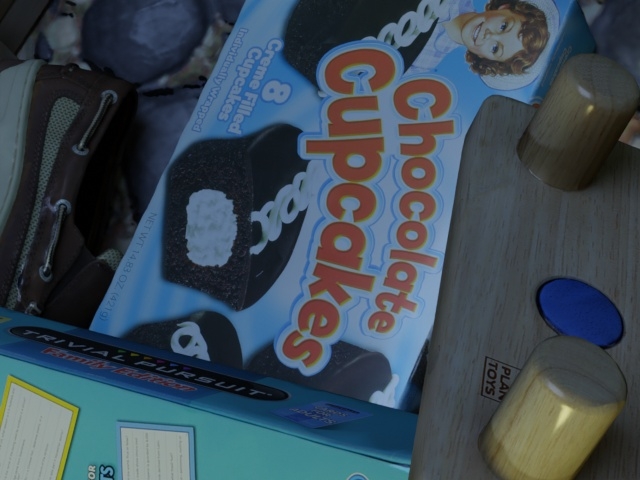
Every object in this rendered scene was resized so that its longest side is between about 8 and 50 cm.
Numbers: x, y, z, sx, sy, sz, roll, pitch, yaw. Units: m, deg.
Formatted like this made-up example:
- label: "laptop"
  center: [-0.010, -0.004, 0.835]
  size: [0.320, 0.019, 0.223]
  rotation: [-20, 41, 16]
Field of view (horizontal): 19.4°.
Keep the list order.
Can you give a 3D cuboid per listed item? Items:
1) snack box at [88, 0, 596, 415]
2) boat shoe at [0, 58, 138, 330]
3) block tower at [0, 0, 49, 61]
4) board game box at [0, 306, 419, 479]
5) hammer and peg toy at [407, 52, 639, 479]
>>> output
- label: "snack box"
  center: [0.000, 0.000, 0.995]
  size: [0.187, 0.060, 0.322]
  rotation: [17, 75, 27]
- label: "boat shoe"
  center: [-0.149, 0.020, 1.032]
  size: [0.095, 0.095, 0.257]
  rotation: [4, 75, 6]
- label: "block tower"
  center: [-0.313, -0.198, 1.194]
  size: [0.335, 0.091, 0.097]
  rotation: [27, 81, 29]
- label: "board game box"
  center: [-0.104, 0.178, 0.890]
  size: [0.336, 0.079, 0.254]
  rotation: [13, 100, 26]
- label: "hammer and peg toy"
  center: [0.153, 0.092, 0.720]
  size: [0.266, 0.127, 0.361]
  rotation: [22, 40, -6]
